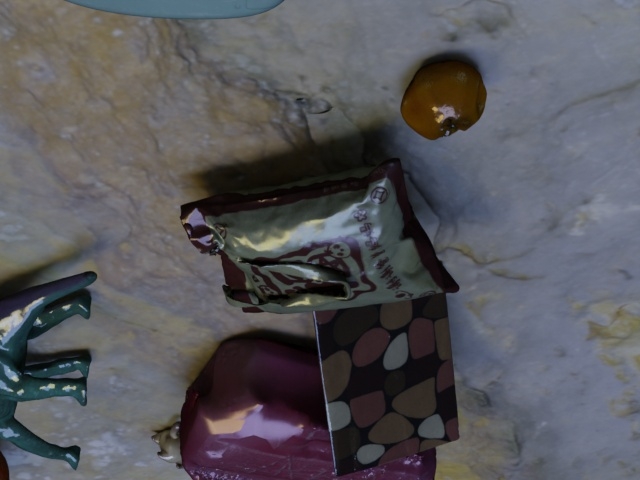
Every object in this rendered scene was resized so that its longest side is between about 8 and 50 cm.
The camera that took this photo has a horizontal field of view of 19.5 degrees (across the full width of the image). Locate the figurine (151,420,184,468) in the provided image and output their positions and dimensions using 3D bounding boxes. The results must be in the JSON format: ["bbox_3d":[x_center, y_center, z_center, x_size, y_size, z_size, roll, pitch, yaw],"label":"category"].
[{"bbox_3d":[-0.160,0.248,2.259,0.050,0.047,0.083,-39,141,21],"label":"figurine"}]

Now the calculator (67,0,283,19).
[{"bbox_3d":[-0.106,-0.251,1.548,0.295,0.042,0.184,-1,145,-10],"label":"calculator"}]

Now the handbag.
[{"bbox_3d":[0.000,0.000,1.867,0.235,0.127,0.213,-6,146,18],"label":"handbag"}]

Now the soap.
[{"bbox_3d":[-0.020,0.228,2.185,0.325,0.127,0.220,13,139,-28],"label":"soap"}]

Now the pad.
[{"bbox_3d":[0.075,0.145,2.062,0.158,0.003,0.235,-16,118,-17],"label":"pad"}]

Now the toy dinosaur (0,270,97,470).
[{"bbox_3d":[-0.413,0.138,2.002,0.331,0.129,0.383,4,140,-7],"label":"toy dinosaur"}]

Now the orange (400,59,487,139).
[{"bbox_3d":[0.116,-0.129,1.758,0.086,0.062,0.086,-5,143,-4],"label":"orange"}]

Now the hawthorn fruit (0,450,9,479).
[{"bbox_3d":[-0.429,0.289,2.184,0.133,0.132,0.138,-14,151,8],"label":"hawthorn fruit"}]
